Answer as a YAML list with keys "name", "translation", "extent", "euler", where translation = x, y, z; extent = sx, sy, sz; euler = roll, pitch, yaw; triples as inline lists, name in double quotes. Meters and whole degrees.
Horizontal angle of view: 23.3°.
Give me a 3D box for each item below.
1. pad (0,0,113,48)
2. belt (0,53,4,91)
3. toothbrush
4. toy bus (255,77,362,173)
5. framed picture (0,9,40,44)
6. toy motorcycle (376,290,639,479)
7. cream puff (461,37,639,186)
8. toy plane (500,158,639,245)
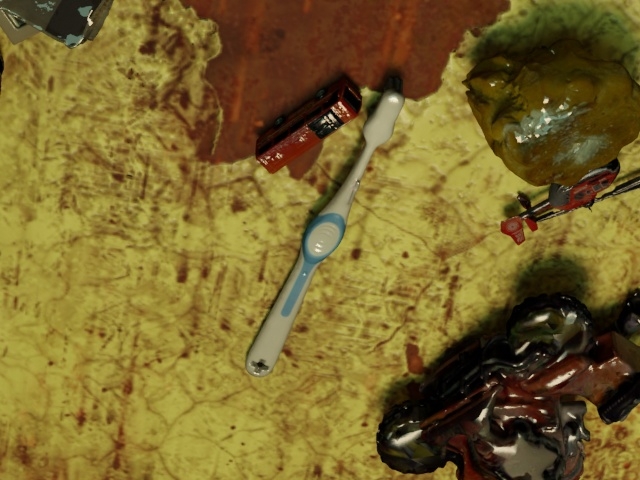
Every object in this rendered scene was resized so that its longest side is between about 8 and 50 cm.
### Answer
- name: "pad"
  translation: [-0.228, -0.287, 1.307]
  extent: [0.174, 0.022, 0.233]
  euler: [25, 122, -13]
- name: "belt"
  translation: [-0.452, -0.098, 1.432]
  extent: [0.359, 0.094, 0.126]
  euler: [-15, 128, 16]
- name: "toothbrush"
  translation: [0.000, 0.003, 1.512]
  extent: [0.040, 0.040, 0.386]
  euler: [19, 125, -10]
- name: "toy bus"
  translation: [-0.012, -0.104, 1.431]
  extent: [0.110, 0.043, 0.031]
  euler: [-33, 117, 24]
- name: "framed picture"
  translation: [-0.256, -0.300, 1.321]
  extent: [0.184, 0.016, 0.250]
  euler: [-21, 122, 18]
- name: "toy motorcycle"
  translation: [0.244, 0.144, 1.543]
  extent: [0.207, 0.134, 0.401]
  euler: [33, 123, -20]
- name: "cream puff"
  translation: [0.204, -0.122, 1.374]
  extent: [0.146, 0.116, 0.146]
  euler: [-18, 144, -14]
- name: "toy plane"
  translation: [0.232, -0.043, 1.467]
  extent: [0.145, 0.037, 0.060]
  euler: [-30, 129, 18]
